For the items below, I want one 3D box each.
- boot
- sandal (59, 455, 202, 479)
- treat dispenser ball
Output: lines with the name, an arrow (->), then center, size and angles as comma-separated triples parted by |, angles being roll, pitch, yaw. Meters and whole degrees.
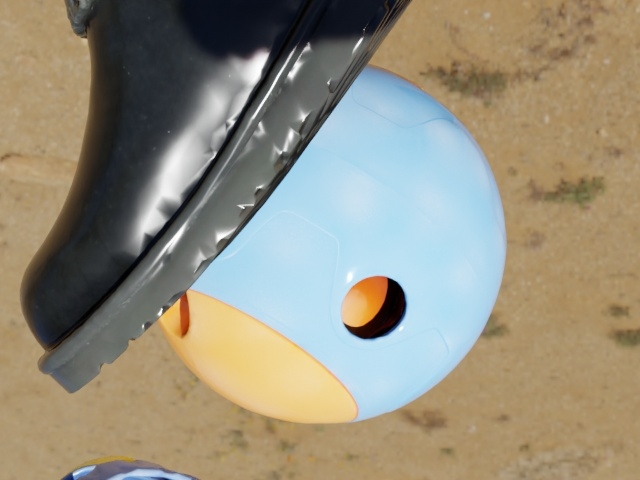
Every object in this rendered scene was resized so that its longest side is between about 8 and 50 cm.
boot -> -0.117, -0.120, 0.542 | 0.260, 0.348, 0.131 | 36, -173, -1
sandal -> -0.049, 0.219, 0.659 | 0.317, 0.126, 0.138 | 12, 161, 7
treat dispenser ball -> 0.000, 0.000, 0.810 | 0.288, 0.288, 0.288 | 4, 153, 2
